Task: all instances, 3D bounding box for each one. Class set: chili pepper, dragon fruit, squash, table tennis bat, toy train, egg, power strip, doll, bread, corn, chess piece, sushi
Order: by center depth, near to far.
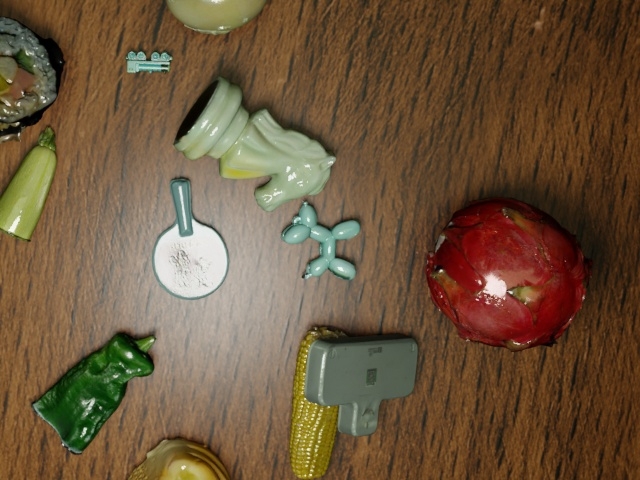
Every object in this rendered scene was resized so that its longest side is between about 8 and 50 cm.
[{"bbox_3d":[-0.621,-0.292,1.806,0.225,0.218,0.239,6,63,-38],"label":"sushi"},{"bbox_3d":[-0.195,-0.477,1.835,0.201,0.164,0.164,-14,95,1],"label":"egg"},{"bbox_3d":[-0.283,0.555,1.853,0.211,0.270,0.316,39,83,-19],"label":"bread"},{"bbox_3d":[0.356,0.063,1.857,0.301,0.295,0.296,25,92,9],"label":"dragon fruit"},{"bbox_3d":[-0.564,-0.115,1.875,0.094,0.094,0.224,22,84,-6],"label":"squash"},{"bbox_3d":[-0.122,-0.171,1.879,0.298,0.176,0.176,33,91,-19],"label":"chess piece"},{"bbox_3d":[0.079,0.284,1.889,0.265,0.059,0.194,2,95,-42],"label":"power strip"},{"bbox_3d":[-0.337,-0.349,1.896,0.092,0.029,0.045,1,101,-6],"label":"toy train"},{"bbox_3d":[-0.426,0.279,1.900,0.270,0.099,0.136,-44,71,5],"label":"chili pepper"},{"bbox_3d":[-0.264,-0.001,1.924,0.152,0.040,0.244,-7,99,-3],"label":"table tennis bat"},{"bbox_3d":[0.000,0.000,1.930,0.158,0.059,0.159,-1,95,-5],"label":"doll"},{"bbox_3d":[-0.008,0.325,1.934,0.106,0.106,0.305,8,97,-5],"label":"corn"}]
